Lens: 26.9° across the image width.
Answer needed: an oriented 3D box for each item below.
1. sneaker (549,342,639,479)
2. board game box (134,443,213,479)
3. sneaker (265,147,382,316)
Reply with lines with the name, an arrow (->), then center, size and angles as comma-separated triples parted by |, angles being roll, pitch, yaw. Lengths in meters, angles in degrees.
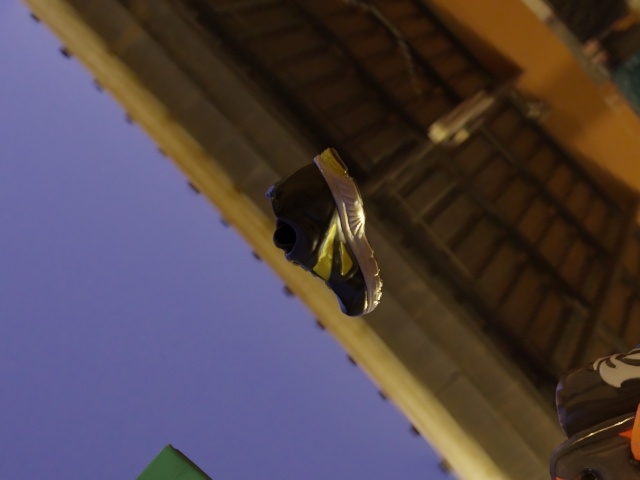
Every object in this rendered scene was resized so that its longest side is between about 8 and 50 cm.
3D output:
sneaker -> 0.141, 0.014, 0.391 | 0.124, 0.180, 0.321 | -34, -68, -49
board game box -> 0.032, 0.269, 0.715 | 0.336, 0.079, 0.254 | 39, 166, 15
sneaker -> 0.000, 0.000, 0.512 | 0.031, 0.035, 0.083 | -116, 7, -46
